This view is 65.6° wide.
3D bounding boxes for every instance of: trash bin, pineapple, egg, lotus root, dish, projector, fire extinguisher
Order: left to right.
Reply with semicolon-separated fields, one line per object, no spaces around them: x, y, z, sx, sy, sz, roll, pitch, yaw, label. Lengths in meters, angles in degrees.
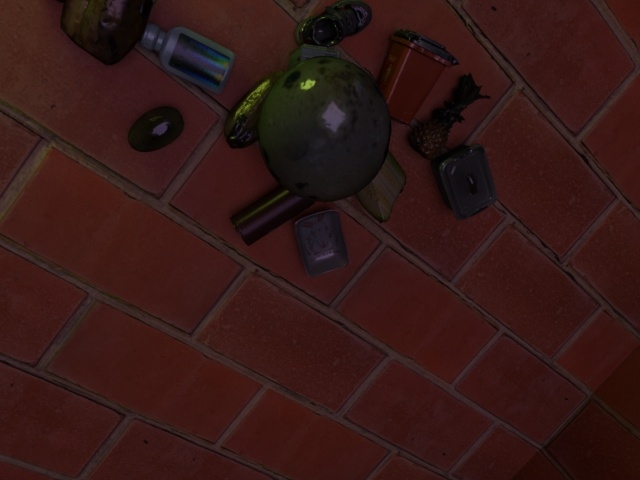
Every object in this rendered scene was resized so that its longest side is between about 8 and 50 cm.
-0.494;-0.567;1.178;0.193;0.193;0.290;27;102;-23;lotus root
-0.176;-0.364;1.392;0.258;0.097;0.110;-49;122;-2;lotus root
-0.100;-0.104;1.517;0.337;0.106;0.147;-32;146;-2;fire extinguisher
-0.017;-0.491;1.353;0.115;0.147;0.061;3;101;-17;projector
0.000;0.000;1.588;0.151;0.077;0.212;-18;117;-7;dish
0.011;-0.283;1.272;0.345;0.428;0.344;0;68;0;egg
0.263;-0.467;1.445;0.185;0.161;0.238;16;113;-20;trash bin
0.395;-0.381;1.536;0.119;0.130;0.277;42;98;4;pineapple

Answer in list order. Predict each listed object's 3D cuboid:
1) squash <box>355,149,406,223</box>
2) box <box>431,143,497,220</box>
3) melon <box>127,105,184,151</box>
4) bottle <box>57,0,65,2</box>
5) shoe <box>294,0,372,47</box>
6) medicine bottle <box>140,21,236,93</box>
0.123;-0.215;1.516;0.289;0.111;0.203;43;61;-28;squash
0.464;-0.196;1.614;0.162;0.130;0.227;-28;116;-4;box
-0.446;-0.299;1.340;0.162;0.099;0.099;-31;115;-1;melon
-0.589;-0.692;1.137;0.112;0.112;0.260;25;102;-23;bottle
0.043;-0.589;1.347;0.228;0.125;0.099;-26;112;-3;shoe
-0.348;-0.487;1.300;0.229;0.083;0.121;21;106;-23;medicine bottle
